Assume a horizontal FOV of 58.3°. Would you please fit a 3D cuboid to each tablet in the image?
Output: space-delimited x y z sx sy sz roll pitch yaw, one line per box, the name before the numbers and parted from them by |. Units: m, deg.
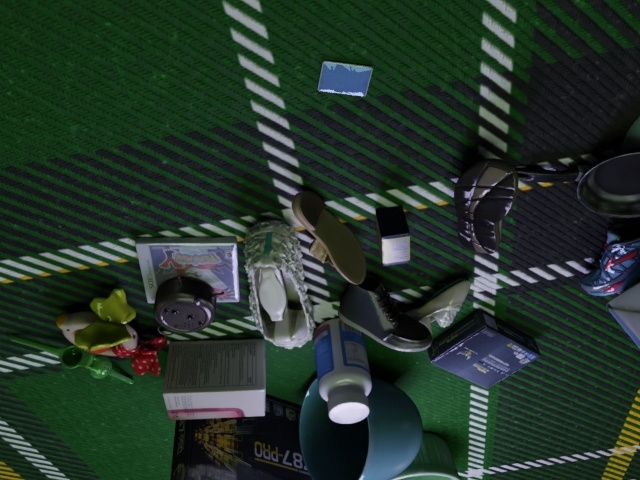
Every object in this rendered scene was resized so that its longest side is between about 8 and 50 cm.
tablet | 0.040 -0.265 0.939 0.083 0.006 0.054 5 133 -10

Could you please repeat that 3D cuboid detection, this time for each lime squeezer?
lime squeezer | -0.562 0.278 1.355 0.310 0.109 0.059 31 79 -31

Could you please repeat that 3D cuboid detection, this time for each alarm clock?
alarm clock | -0.299 0.155 1.235 0.129 0.064 0.192 24 130 -25

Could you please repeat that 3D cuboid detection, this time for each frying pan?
frying pan | 0.534 -0.106 1.114 0.325 0.053 0.197 -3 146 24

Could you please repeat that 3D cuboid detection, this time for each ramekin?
ramekin | 0.288 0.738 1.824 0.303 0.148 0.304 -3 134 -4

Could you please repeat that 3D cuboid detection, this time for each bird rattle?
bird rattle | -0.465 0.208 1.285 0.206 0.143 0.254 2 152 13

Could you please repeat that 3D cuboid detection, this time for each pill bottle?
pill bottle | 0.052 0.301 1.331 0.124 0.222 0.124 -3 134 -3

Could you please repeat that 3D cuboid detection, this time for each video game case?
video game case | -0.273 0.066 1.207 0.201 0.023 0.184 -1 134 -6

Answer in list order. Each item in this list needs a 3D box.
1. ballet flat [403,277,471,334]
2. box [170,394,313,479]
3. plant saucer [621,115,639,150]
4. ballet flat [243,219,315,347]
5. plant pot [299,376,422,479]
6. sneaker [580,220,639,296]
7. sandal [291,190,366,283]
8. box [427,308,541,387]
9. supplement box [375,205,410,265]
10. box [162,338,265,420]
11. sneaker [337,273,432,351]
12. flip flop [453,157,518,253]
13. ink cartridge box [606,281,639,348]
ballet flat | 0.256 0.179 1.330 0.248 0.086 0.086 -36 127 28
box | -0.183 0.541 1.468 0.394 0.318 0.097 28 125 -28
plant saucer | 0.665 -0.186 1.063 0.194 0.038 0.195 -4 134 -4
ballet flat | -0.093 0.136 1.221 0.146 0.147 0.409 -8 135 2
plant pot | 0.120 0.490 1.490 0.235 0.293 0.293 11 133 -35
sneaker | 0.651 0.016 1.235 0.125 0.104 0.262 39 130 -2
sandal | 0.003 -0.005 1.153 0.079 0.088 0.240 -3 136 43
box | 0.417 0.283 1.466 0.232 0.059 0.183 29 125 -29
supplement box | 0.143 -0.008 1.141 0.056 0.083 0.083 -7 133 1
box | -0.248 0.332 1.378 0.232 0.149 0.127 0 134 -5
sneaker | 0.150 0.160 1.264 0.221 0.083 0.118 21 129 9
flip flop | 0.323 -0.069 1.107 0.112 0.080 0.277 23 155 24
ink cartridge box | 0.793 0.102 1.200 0.270 0.151 0.395 -42 158 28
